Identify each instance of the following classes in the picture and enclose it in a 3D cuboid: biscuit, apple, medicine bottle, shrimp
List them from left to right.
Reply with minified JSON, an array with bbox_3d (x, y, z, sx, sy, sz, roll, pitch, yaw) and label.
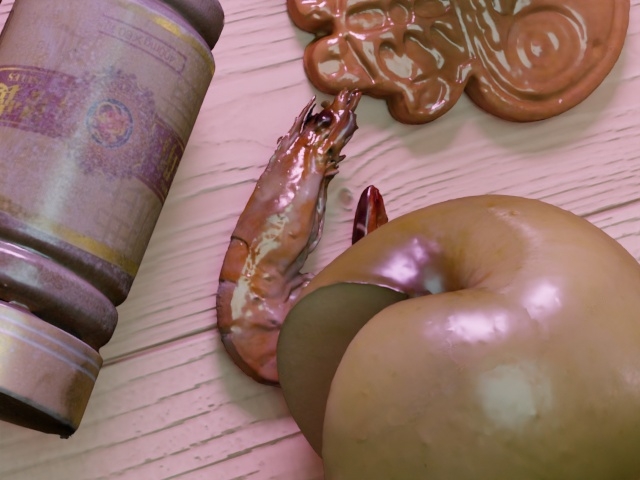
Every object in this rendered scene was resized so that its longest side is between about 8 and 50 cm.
[{"bbox_3d":[-0.183,-0.041,1.259,0.151,0.151,0.323,23,73,-12],"label":"medicine bottle"},{"bbox_3d":[0.001,-0.001,1.362,0.133,0.053,0.236,20,77,-11],"label":"shrimp"},{"bbox_3d":[0.117,-0.188,1.446,0.288,0.044,0.202,-7,81,-21],"label":"biscuit"},{"bbox_3d":[0.111,0.116,1.252,0.292,0.292,0.254,-37,119,-21],"label":"apple"}]

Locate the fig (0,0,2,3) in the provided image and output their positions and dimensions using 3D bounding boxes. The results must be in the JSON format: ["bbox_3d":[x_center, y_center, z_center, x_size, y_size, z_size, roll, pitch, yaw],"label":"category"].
[{"bbox_3d":[-0.278,-0.232,1.301,0.146,0.133,0.201,52,44,-31],"label":"fig"}]
